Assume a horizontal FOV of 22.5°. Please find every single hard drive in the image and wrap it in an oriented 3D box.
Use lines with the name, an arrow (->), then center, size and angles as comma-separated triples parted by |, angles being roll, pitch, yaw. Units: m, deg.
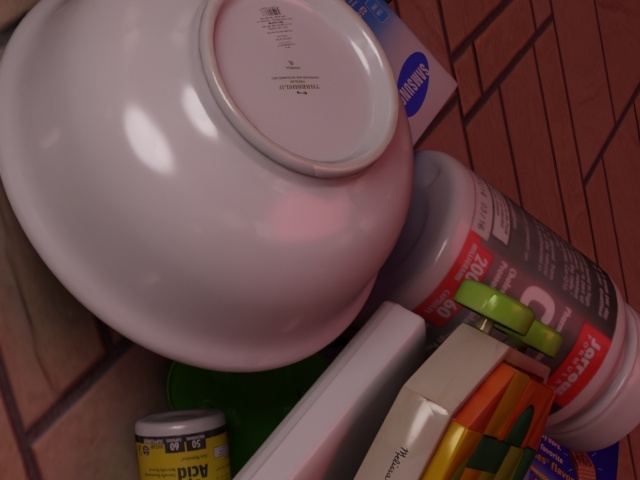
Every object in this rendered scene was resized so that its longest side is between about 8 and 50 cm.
hard drive -> -0.030, 0.206, 1.080 | 0.307, 0.040, 0.203 | -48, 154, -34

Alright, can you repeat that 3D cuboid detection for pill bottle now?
pill bottle -> -0.092, 0.178, 1.114 | 0.065, 0.065, 0.116 | -13, 97, -66
pill bottle -> 0.153, 0.060, 1.350 | 0.283, 0.161, 0.161 | 34, 51, -30

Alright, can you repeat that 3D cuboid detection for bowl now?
bowl -> -0.044, -0.077, 1.014 | 0.298, 0.134, 0.297 | 18, 56, -29

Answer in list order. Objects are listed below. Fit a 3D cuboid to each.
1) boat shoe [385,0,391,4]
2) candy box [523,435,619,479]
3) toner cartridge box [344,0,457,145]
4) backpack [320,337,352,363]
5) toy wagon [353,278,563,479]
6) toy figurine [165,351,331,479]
boat shoe -> 0.049, -0.320, 1.538 | 0.075, 0.065, 0.206 | -57, 136, -55
candy box -> 0.153, 0.187, 1.498 | 0.268, 0.122, 0.317 | 36, 49, -27
toner cartridge box -> -0.014, -0.101, 1.249 | 0.165, 0.075, 0.348 | 48, 32, -7
backpack -> -0.001, 0.152, 1.303 | 0.114, 0.084, 0.105 | -78, 151, -45
toy wagon -> 0.097, 0.174, 1.181 | 0.267, 0.068, 0.344 | -62, 158, -1
toy figurine -> -0.035, 0.086, 1.224 | 0.159, 0.130, 0.173 | -79, 162, -54
